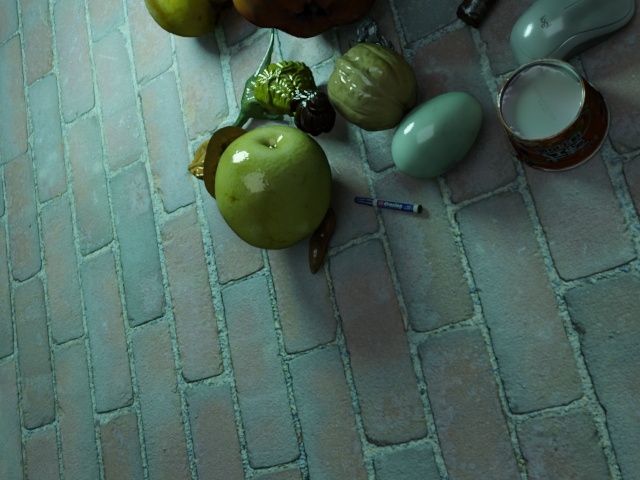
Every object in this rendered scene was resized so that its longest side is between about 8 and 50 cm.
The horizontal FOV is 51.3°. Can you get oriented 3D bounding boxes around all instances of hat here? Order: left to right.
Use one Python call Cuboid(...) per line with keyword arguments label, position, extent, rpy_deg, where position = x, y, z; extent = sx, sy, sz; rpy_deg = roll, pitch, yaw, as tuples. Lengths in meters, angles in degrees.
Cuboid(label="hat", position=(-0.326, -0.229, 2.126), extent=(0.233, 0.244, 0.233), rpy_deg=(8, 61, 53))

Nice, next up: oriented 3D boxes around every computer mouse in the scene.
Cuboid(label="computer mouse", position=(0.602, -0.541, 1.623), extent=(0.297, 0.121, 0.184), rpy_deg=(-29, 67, 25))

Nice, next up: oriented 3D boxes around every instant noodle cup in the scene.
Cuboid(label="instant noodle cup", position=(0.538, -0.303, 1.575), extent=(0.250, 0.192, 0.250), rpy_deg=(-6, 78, 31))

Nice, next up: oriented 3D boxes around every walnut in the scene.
Cuboid(label="walnut", position=(0.137, -0.411, 1.781), extent=(0.261, 0.225, 0.225), rpy_deg=(45, 105, 33))

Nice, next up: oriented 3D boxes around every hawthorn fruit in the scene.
Cuboid(label="hawthorn fruit", position=(-0.043, -0.813, 1.868), extent=(0.472, 0.472, 0.471), rpy_deg=(-6, 79, 30))

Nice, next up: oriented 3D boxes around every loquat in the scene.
Cuboid(label="loquat", position=(-0.448, -0.841, 2.183), extent=(0.360, 0.328, 0.328), rpy_deg=(32, 99, 10))

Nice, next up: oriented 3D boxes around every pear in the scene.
Cuboid(label="pear", position=(-0.132, -0.149, 1.872), extent=(0.348, 0.348, 0.348), rpy_deg=(-6, 79, 30))

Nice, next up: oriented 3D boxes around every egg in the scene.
Cuboid(label="egg", position=(0.301, -0.274, 1.719), extent=(0.264, 0.183, 0.183), rpy_deg=(-42, 63, 12))

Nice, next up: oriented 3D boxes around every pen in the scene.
Cuboid(label="pen", position=(0.185, -0.101, 1.852), extent=(0.204, 0.025, 0.025), rpy_deg=(11, 87, 32))

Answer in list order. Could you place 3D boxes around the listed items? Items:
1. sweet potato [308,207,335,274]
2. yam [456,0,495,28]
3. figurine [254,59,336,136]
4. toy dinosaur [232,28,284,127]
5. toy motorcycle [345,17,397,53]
Cuboid(label="sweet potato", position=(0.000, 0.000, 1.929), extent=(0.058, 0.055, 0.202), rpy_deg=(17, 89, -4))
Cuboid(label="yam", position=(0.428, -0.643, 1.769), extent=(0.079, 0.079, 0.141), rpy_deg=(42, 103, 29))
Cuboid(label="figurine", position=(-0.052, -0.384, 1.892), extent=(0.315, 0.187, 0.168), rpy_deg=(55, 132, 50))
Cuboid(label="toy dinosaur", position=(-0.243, -0.457, 2.146), extent=(0.301, 0.087, 0.446), rpy_deg=(4, 86, 41))
Cuboid(label="toy motorcycle", position=(0.153, -0.518, 1.911), extent=(0.130, 0.094, 0.229), rpy_deg=(-34, 79, 27))
